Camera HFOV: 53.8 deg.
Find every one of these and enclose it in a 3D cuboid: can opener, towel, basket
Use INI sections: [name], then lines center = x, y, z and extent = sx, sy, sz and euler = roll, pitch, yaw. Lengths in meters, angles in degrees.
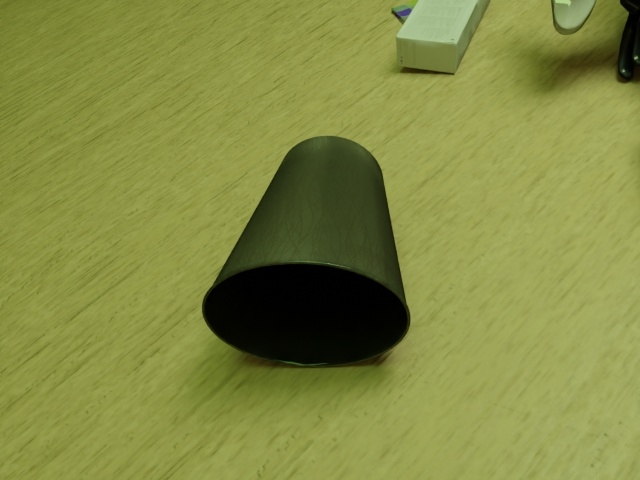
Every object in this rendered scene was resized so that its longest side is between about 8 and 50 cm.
[can opener]
center = 0.453, -0.298, 0.906
extent = 0.073, 0.059, 0.186
euler = 22, 62, 2
[towel]
center = 0.169, -0.416, 1.146
extent = 0.060, 0.009, 0.083
euler = -21, 44, -3
[basket]
center = 0.000, 0.000, 0.687
extent = 0.205, 0.154, 0.226
euler = -3, 42, 14

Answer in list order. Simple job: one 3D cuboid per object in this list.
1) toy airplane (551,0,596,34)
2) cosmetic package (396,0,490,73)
[toy airplane]
center = 0.466, -0.381, 0.760
extent = 0.386, 0.272, 0.384
euler = 42, 82, -3
[cosmetic package]
center = 0.210, -0.370, 1.046
extent = 0.099, 0.060, 0.239
euler = 13, 51, 22
